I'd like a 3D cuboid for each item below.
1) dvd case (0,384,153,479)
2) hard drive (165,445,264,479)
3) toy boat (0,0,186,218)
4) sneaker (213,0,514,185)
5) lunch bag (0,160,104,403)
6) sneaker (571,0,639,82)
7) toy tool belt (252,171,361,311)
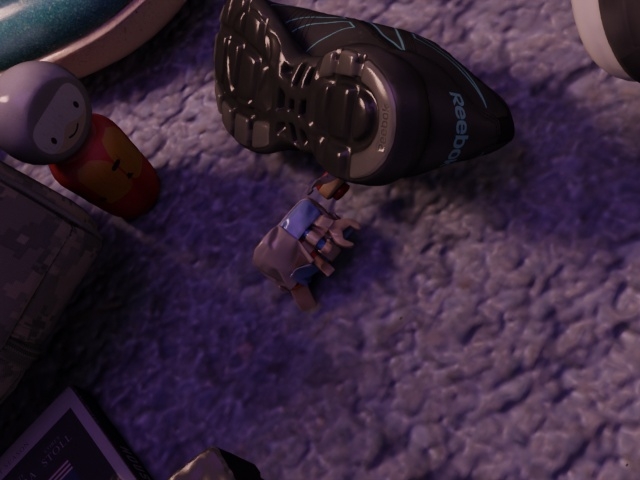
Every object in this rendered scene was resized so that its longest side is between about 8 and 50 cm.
[{"bbox_3d":[-0.152,0.227,0.701,0.179,0.029,0.238,-46,54,0],"label":"dvd case"},{"bbox_3d":[-0.053,0.305,0.561,0.237,0.064,0.339,-38,60,4],"label":"hard drive"},{"bbox_3d":[-0.191,-0.167,0.853,0.267,0.148,0.318,-26,55,14],"label":"toy boat"},{"bbox_3d":[0.014,-0.095,0.747,0.267,0.106,0.101,37,125,53],"label":"sneaker"},{"bbox_3d":[-0.334,0.022,0.730,0.256,0.305,0.212,-61,30,-5],"label":"lunch bag"},{"bbox_3d":[0.134,-0.254,0.739,0.257,0.169,0.448,-13,51,32],"label":"sneaker"},{"bbox_3d":[0.000,0.000,0.730,0.051,0.052,0.083,42,92,6],"label":"toy tool belt"}]
